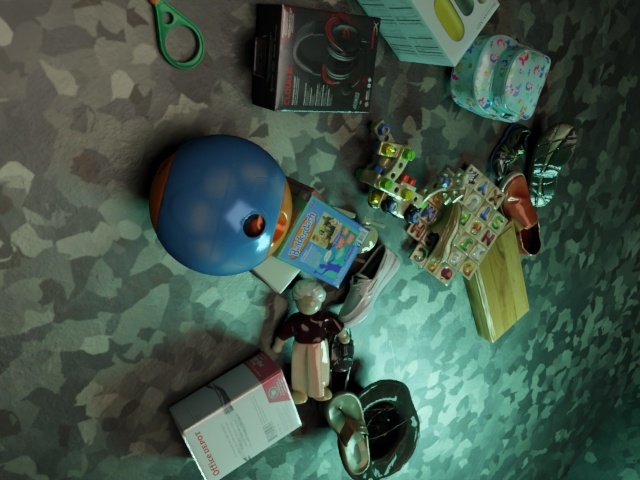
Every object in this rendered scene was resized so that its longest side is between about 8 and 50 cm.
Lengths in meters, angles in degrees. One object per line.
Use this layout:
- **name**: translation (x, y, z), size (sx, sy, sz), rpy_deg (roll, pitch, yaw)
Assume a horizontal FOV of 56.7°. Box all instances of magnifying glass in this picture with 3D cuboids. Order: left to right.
- **magnifying glass**: translation (-0.305, -0.443, 1.156), size (0.092, 0.026, 0.231), rpy_deg (-40, 128, -16)

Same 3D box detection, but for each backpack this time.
- **backpack**: translation (0.488, -0.449, 1.631), size (0.253, 0.191, 0.225), rpy_deg (10, 103, -33)

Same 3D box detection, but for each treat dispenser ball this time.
- **treat dispenser ball**: translation (-0.202, -0.071, 1.210), size (0.288, 0.288, 0.288), rpy_deg (-14, 116, -31)

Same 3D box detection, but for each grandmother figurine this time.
- **grandmother figurine**: translation (-0.023, 0.262, 1.579), size (0.207, 0.104, 0.342), rpy_deg (-9, 108, -17)

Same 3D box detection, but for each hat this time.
- **hat**: translation (0.151, 0.573, 1.830), size (0.331, 0.134, 0.331), rpy_deg (-5, 98, -33)

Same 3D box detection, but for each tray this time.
- **tray**: translation (0.593, 0.137, 2.010), size (0.203, 0.076, 0.411), rpy_deg (-36, 125, -19)

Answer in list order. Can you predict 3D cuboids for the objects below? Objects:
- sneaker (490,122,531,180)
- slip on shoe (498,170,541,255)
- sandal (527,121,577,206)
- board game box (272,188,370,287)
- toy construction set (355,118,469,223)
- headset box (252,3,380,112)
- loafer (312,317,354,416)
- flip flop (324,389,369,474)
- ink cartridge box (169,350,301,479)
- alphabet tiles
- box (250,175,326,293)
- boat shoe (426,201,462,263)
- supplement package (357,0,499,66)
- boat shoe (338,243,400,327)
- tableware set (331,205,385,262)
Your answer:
- **sneaker**: translation (0.589, -0.275, 1.835), size (0.067, 0.078, 0.188), rpy_deg (26, 93, -40)
- **slip on shoe**: translation (0.665, -0.084, 1.951), size (0.123, 0.101, 0.331), rpy_deg (-31, 123, -15)
- **sandal**: translation (0.740, -0.253, 1.953), size (0.120, 0.086, 0.303), rpy_deg (10, 125, 0)
- **board game box**: translation (0.000, 0.000, 1.346), size (0.210, 0.047, 0.160), rpy_deg (30, 90, -42)
- **toy construction set**: translation (0.233, -0.165, 1.589), size (0.327, 0.151, 0.215), rpy_deg (20, 95, -28)
- **headset box**: translation (-0.022, -0.400, 1.319), size (0.293, 0.110, 0.218), rpy_deg (-7, 112, -34)
- **loafer**: translation (0.053, 0.375, 1.698), size (0.109, 0.095, 0.303), rpy_deg (-1, 109, -36)
- **flip flop**: translation (0.090, 0.545, 1.667), size (0.112, 0.080, 0.277), rpy_deg (-19, 106, -22)
- **ink cartridge box**: translation (-0.215, 0.450, 1.516), size (0.283, 0.117, 0.207), rpy_deg (-28, 122, -21)
- **alphabet tiles**: translation (0.419, -0.045, 1.799), size (0.285, 0.011, 0.343), rpy_deg (36, 86, -24)
- **box**: translation (-0.093, -0.019, 1.399), size (0.232, 0.148, 0.127), rpy_deg (-50, 130, -10)
- **boat shoe**: translation (0.359, -0.027, 1.741), size (0.072, 0.068, 0.190), rpy_deg (14, 93, -7)
- **supplement package**: translation (0.239, -0.576, 1.380), size (0.262, 0.198, 0.199), rpy_deg (41, 82, -39)
- **boat shoe**: translation (0.120, 0.122, 1.659), size (0.084, 0.095, 0.258), rpy_deg (48, 68, -34)
- **tableware set**: translation (0.068, -0.023, 1.588), size (0.194, 0.039, 0.128), rpy_deg (18, 109, -33)
